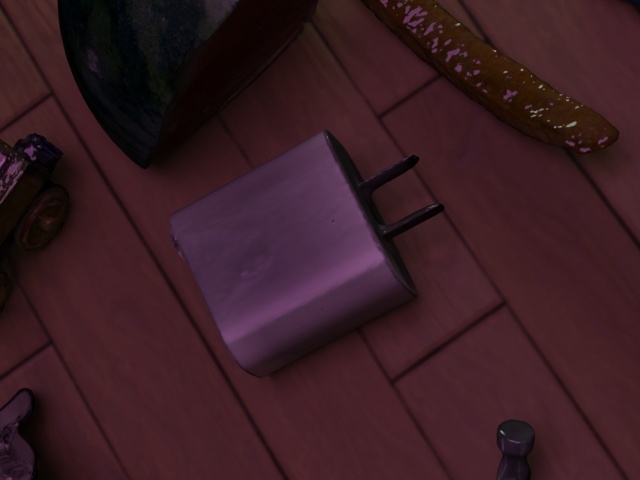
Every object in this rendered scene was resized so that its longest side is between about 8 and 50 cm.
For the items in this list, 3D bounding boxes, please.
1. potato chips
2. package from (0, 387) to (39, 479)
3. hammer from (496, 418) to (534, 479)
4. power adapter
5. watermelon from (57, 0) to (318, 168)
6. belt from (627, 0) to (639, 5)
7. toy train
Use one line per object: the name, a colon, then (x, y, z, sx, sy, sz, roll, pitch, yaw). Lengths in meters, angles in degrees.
potato chips: (0.141, -0.202, 1.718, 0.057, 0.080, 0.407, -41, 67, -14)
package: (-0.375, 0.266, 1.739, 0.232, 0.040, 0.166, -42, 33, 7)
hammer: (0.154, 0.286, 1.522, 0.041, 0.226, 0.158, 9, 118, 15)
power adapter: (0.000, 0.000, 1.686, 0.255, 0.124, 0.187, -29, 72, 7)
watermelon: (-0.154, -0.204, 1.706, 0.319, 0.292, 0.222, 8, 75, 9)
belt: (0.331, -0.260, 1.686, 0.179, 0.100, 0.065, 29, 87, 36)
toy train: (-0.384, -0.013, 1.770, 0.134, 0.177, 0.261, 34, 89, 20)
